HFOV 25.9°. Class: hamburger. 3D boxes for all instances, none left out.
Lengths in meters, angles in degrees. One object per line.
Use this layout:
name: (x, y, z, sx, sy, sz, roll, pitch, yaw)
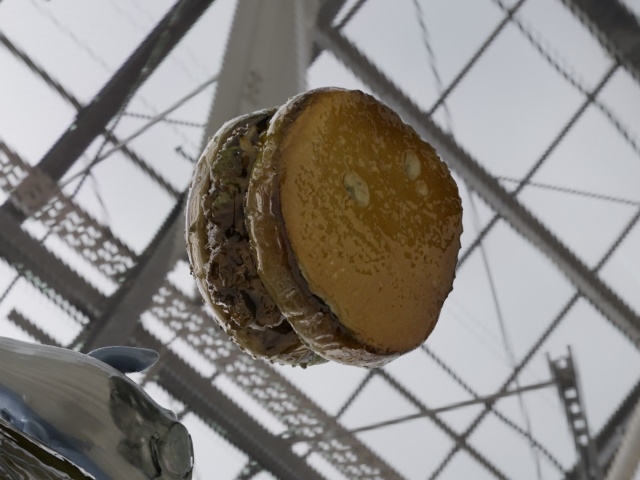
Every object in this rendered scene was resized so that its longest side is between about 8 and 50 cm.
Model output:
hamburger: (-0.006, -0.001, 0.888, 0.182, 0.118, 0.191, 59, -139, -9)

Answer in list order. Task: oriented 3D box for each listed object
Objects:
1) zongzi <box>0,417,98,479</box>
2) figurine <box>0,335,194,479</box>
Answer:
zongzi: (-0.266, 0.100, 0.499, 0.286, 0.300, 0.138, 48, -149, -28)
figurine: (-0.159, 0.146, 0.863, 0.208, 0.184, 0.128, 63, -151, -17)
